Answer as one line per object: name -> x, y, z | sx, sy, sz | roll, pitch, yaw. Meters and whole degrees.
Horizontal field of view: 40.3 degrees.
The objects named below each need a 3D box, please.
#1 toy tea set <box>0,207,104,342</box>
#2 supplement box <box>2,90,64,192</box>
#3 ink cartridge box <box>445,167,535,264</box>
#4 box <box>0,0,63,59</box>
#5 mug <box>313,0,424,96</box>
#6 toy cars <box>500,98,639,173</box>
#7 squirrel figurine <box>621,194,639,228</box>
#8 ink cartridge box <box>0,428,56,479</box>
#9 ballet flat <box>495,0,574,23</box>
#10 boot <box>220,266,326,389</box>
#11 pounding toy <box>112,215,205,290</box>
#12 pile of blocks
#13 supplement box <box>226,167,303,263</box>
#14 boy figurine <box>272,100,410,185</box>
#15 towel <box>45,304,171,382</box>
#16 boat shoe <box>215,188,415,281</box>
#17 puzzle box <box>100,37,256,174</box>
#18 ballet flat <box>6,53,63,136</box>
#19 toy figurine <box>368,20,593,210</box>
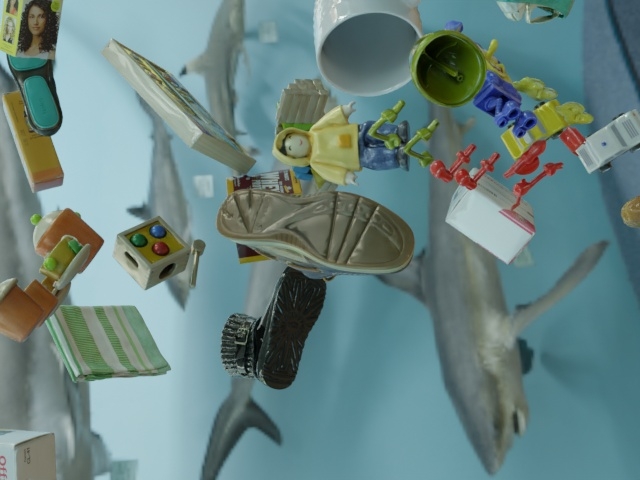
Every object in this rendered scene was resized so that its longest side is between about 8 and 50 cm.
toy tea set -> -0.462, 0.045, 1.406 | 0.200, 0.124, 0.336 | -54, 8, 0
supplement box -> -0.676, -0.236, 2.049 | 0.233, 0.078, 0.080 | 70, 158, 7
ink cartridge box -> 0.347, -0.055, 1.775 | 0.092, 0.159, 0.218 | -55, -1, 21
box -> -0.495, -0.436, 1.515 | 0.087, 0.058, 0.232 | -13, -58, -52
mug -> 0.148, -0.611, 2.245 | 0.374, 0.276, 0.328 | -38, 40, 36
toy cars -> 0.629, -0.262, 2.213 | 0.087, 0.394, 0.176 | -15, -66, -49
squirrel figurine -> 0.736, -0.200, 1.467 | 0.281, 0.397, 0.370 | 153, 123, -64
ink cartridge box -> -0.716, 0.516, 1.839 | 0.131, 0.306, 0.226 | -8, -84, -69
ballet flat -> 0.437, -0.503, 1.840 | 0.083, 0.247, 0.087 | 33, 120, 57
boot -> -0.133, 0.203, 2.243 | 0.260, 0.131, 0.347 | 7, 74, 61
pounding toy -> -0.355, 0.028, 2.088 | 0.181, 0.206, 0.094 | 43, 136, 19
pile of blocks -> -0.041, -0.256, 2.109 | 0.362, 0.149, 0.112 | 75, 177, -49
supplement box -> -0.136, -0.065, 2.276 | 0.129, 0.191, 0.194 | -102, 5, -56
boy figurine -> 0.041, -0.199, 1.774 | 0.092, 0.285, 0.177 | 39, -126, -76
towel -> -0.569, 0.266, 2.328 | 0.325, 0.038, 0.248 | 6, -137, -54
boat shoe -> 0.000, 0.000, 1.384 | 0.123, 0.342, 0.123 | 52, -128, -54
puzzle box -> -0.363, -0.343, 2.240 | 0.409, 0.052, 0.272 | 46, -169, 24
ballet flat -> -0.624, -0.356, 1.892 | 0.096, 0.095, 0.280 | 151, 109, -72
toy figurine -> 0.196, -0.218, 1.261 | 0.191, 0.363, 0.217 | -51, 43, 25
